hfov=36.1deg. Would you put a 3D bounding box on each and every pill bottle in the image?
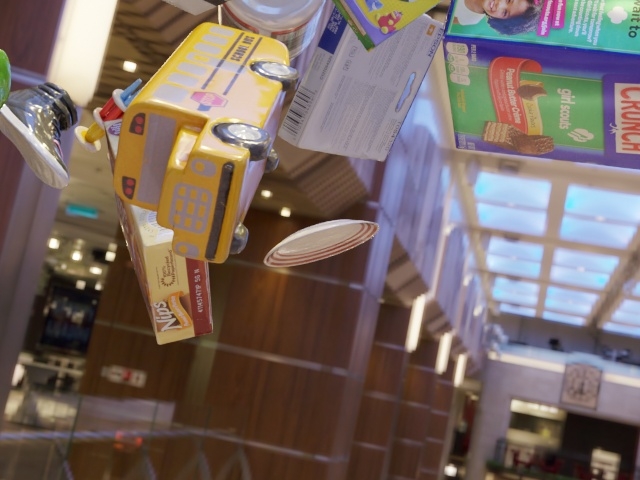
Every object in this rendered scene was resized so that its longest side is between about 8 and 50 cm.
[{"bbox_3d":[-0.101,-0.473,1.966,0.210,0.210,0.363,13,-6,-5],"label":"pill bottle"}]

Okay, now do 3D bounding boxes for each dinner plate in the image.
[{"bbox_3d":[0.000,0.000,1.150,0.141,0.017,0.141,-15,-14,-4],"label":"dinner plate"}]

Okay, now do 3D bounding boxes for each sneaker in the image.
[{"bbox_3d":[-0.529,-0.220,1.932,0.296,0.147,0.104,45,-30,33],"label":"sneaker"}]

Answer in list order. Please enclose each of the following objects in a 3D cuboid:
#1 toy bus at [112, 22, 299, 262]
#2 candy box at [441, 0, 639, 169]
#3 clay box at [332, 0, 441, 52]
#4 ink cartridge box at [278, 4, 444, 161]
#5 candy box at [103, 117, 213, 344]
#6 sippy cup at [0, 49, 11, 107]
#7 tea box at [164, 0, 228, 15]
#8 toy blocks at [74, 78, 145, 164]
[{"bbox_3d":[-0.102,-0.106,0.933,0.130,0.108,0.332,16,28,-1],"label":"toy bus"},{"bbox_3d":[0.328,-0.208,1.251,0.317,0.122,0.268,8,-23,15],"label":"candy box"},{"bbox_3d":[0.126,-0.392,1.440,0.127,0.222,0.053,54,-9,-7],"label":"clay box"},{"bbox_3d":[0.090,-0.326,1.970,0.071,0.324,0.330,32,16,29],"label":"ink cartridge box"},{"bbox_3d":[-0.238,-0.025,1.426,0.088,0.182,0.316,-11,41,-15],"label":"candy box"},{"bbox_3d":[-0.635,-0.294,1.480,0.306,0.240,0.224,-10,-38,-17],"label":"sippy cup"},{"bbox_3d":[-0.168,-0.562,1.494,0.220,0.328,0.324,19,-14,-35],"label":"tea box"},{"bbox_3d":[-0.309,-0.187,1.606,0.148,0.054,0.123,-37,-57,24],"label":"toy blocks"}]
